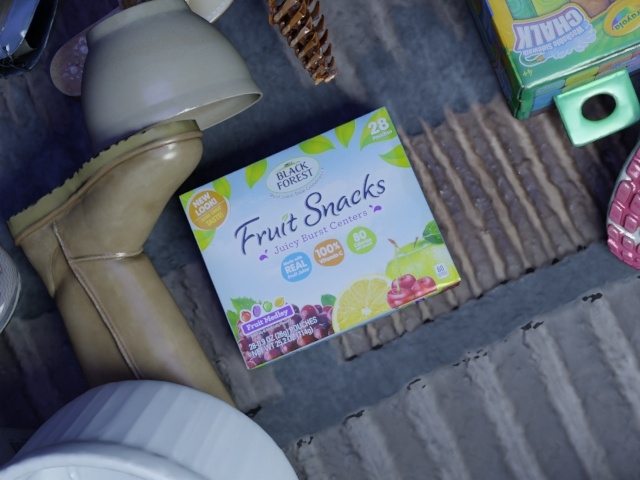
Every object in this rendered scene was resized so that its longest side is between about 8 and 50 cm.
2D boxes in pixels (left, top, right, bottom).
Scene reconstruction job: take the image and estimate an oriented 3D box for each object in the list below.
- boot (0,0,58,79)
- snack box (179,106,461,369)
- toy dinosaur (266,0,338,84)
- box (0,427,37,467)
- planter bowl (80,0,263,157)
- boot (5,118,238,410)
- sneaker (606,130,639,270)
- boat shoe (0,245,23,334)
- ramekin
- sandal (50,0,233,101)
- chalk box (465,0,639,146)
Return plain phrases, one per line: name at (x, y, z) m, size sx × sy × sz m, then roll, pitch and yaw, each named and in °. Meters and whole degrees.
boot at (-0.332, -0.176, 1.057) m, size 0.106 × 0.082 × 0.219 m, roll 14°, pitch 84°, yaw 11°
snack box at (0.000, 0.000, 1.002) m, size 0.207 × 0.070 × 0.174 m, roll -22°, pitch 82°, yaw 3°
toy dinosaur at (0.001, -0.299, 1.001) m, size 0.218 × 0.164 × 0.321 m, roll -15°, pitch 89°, yaw 31°
box at (-0.409, 0.269, 0.940) m, size 0.322 × 0.232 × 0.058 m, roll -35°, pitch 76°, yaw 2°
planter bowl at (-0.147, -0.150, 0.982) m, size 0.162 × 0.162 × 0.109 m, roll -23°, pitch 91°, yaw 4°
boot at (-0.139, 0.056, 0.969) m, size 0.236 × 0.089 × 0.269 m, roll -30°, pitch 87°, yaw 33°
sneaker at (0.347, -0.107, 0.956) m, size 0.121 × 0.112 × 0.299 m, roll 25°, pitch 102°, yaw 2°
boat shoe at (-0.405, 0.144, 1.008) m, size 0.355 × 0.130 × 0.132 m, roll -42°, pitch 84°, yaw -5°
ramekin at (-0.144, 0.249, 0.907) m, size 0.277 × 0.135 × 0.277 m, roll 6°, pitch 118°, yaw 11°
sandal at (-0.165, -0.226, 1.042) m, size 0.240 × 0.079 × 0.088 m, roll -40°, pitch 80°, yaw 1°
chalk box at (0.214, -0.192, 0.965) m, size 0.132 × 0.132 × 0.213 m, roll -22°, pitch 81°, yaw 5°
